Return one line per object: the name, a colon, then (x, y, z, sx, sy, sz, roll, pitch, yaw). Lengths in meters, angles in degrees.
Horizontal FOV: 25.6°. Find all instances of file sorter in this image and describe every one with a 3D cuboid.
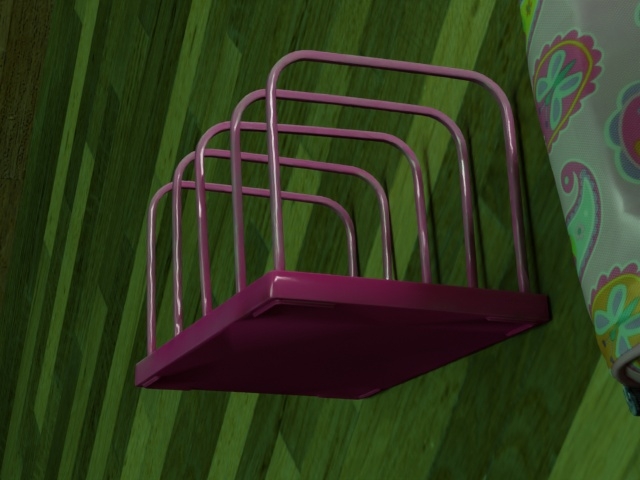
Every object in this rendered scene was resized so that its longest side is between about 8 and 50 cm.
file sorter: (0.000, 0.000, 1.050, 0.290, 0.202, 0.182, 146, 126, -60)

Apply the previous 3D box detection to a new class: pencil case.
pencil case: (0.183, -0.058, 0.752, 0.124, 0.124, 0.284, 131, 134, -54)
